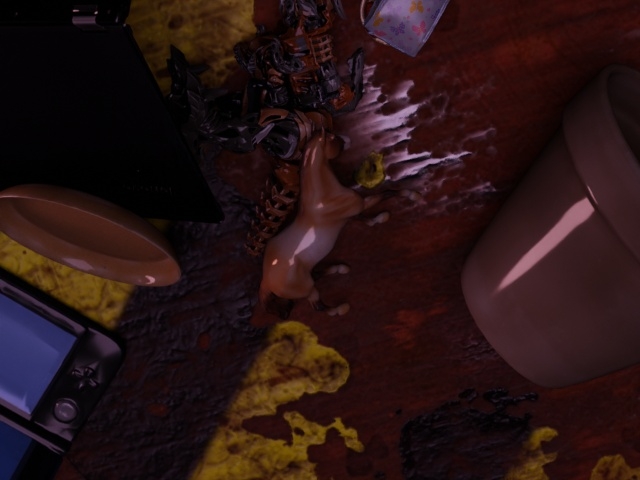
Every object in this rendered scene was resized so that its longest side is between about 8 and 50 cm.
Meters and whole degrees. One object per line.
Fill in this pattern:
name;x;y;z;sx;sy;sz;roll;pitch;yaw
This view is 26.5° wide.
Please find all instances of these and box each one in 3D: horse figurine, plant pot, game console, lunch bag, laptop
horse figurine;0.000;0.000;1.578;0.174;0.066;0.263;13;118;-44
plant pot;-0.268;-0.009;1.563;0.236;0.236;0.032;19;71;-4
game console;-0.422;0.178;1.629;0.293;0.173;0.250;31;106;-8
lunch bag;0.095;-0.256;1.521;0.071;0.053;0.083;28;96;-9
laptop;-0.286;-0.252;1.478;0.382;0.236;0.408;5;82;31
plant pot;0.320;0.016;1.513;0.323;0.323;0.280;42;120;-11

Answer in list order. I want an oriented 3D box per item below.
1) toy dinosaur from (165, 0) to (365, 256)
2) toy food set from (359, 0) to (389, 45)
toy dinosaur;-0.058;-0.144;1.540;0.218;0.164;0.322;3;86;-16
toy food set;0.087;-0.263;1.557;0.082;0.020;0.083;18;106;-4
